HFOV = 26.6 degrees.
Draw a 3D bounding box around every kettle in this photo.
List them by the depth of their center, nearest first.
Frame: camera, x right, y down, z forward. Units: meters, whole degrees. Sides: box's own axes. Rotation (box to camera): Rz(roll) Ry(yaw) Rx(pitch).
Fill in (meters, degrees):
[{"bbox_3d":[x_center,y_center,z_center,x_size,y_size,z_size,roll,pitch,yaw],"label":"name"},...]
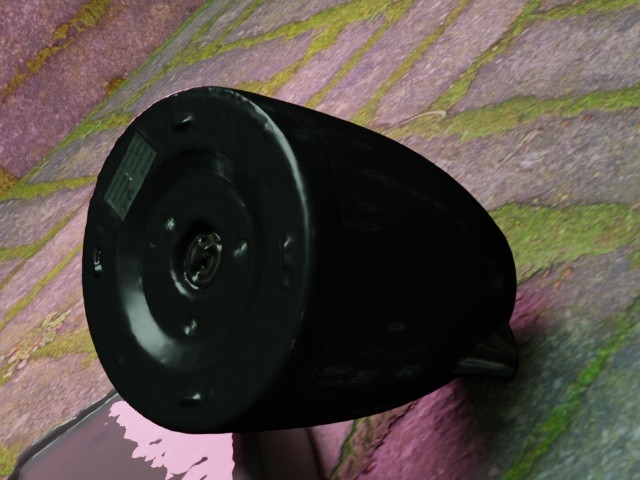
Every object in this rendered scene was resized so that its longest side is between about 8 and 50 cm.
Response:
[{"bbox_3d":[0.000,0.000,0.914,0.268,0.290,0.207,49,119,34],"label":"kettle"}]

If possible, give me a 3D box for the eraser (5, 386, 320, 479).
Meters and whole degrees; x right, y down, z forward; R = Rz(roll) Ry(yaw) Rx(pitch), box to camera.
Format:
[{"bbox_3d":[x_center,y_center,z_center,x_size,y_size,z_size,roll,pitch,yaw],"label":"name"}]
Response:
[{"bbox_3d":[-0.124,0.229,0.902,0.272,0.122,0.359,-36,21,5],"label":"eraser"}]
